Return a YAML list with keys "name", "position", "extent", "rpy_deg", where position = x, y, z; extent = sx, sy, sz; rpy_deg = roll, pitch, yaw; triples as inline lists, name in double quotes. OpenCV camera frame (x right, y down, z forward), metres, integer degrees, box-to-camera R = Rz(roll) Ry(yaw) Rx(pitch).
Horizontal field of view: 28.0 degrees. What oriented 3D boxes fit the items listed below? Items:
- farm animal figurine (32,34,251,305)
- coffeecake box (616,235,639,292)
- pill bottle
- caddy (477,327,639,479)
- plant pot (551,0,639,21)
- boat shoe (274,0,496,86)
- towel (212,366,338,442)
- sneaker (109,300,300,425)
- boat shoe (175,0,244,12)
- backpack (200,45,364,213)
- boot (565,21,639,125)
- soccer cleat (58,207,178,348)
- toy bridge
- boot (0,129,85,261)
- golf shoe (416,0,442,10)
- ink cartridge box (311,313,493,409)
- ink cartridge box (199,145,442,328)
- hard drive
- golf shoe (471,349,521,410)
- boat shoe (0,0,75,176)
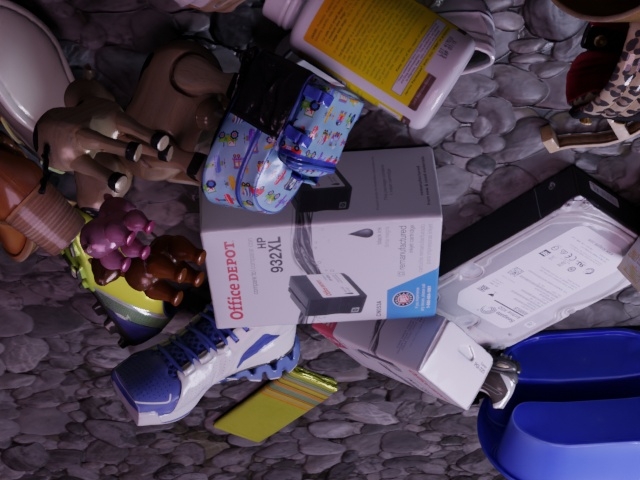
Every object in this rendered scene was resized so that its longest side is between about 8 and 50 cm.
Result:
- name: "farm animal figurine"
  position: [-0.202, -0.103, 1.417]
  extent: [0.172, 0.327, 0.330]
  rpy_deg: [23, 153, 17]
- name: "coffeecake box"
  position: [0.522, 0.000, 1.758]
  extent: [0.142, 0.068, 0.185]
  rpy_deg: [20, 113, -31]
- name: "pill bottle"
  position: [0.049, -0.220, 1.367]
  extent: [0.215, 0.117, 0.117]
  rpy_deg: [33, 139, 2]
- name: "caddy"
  position: [0.425, 0.281, 2.058]
  extent: [0.341, 0.241, 0.179]
  rpy_deg: [-3, 138, -1]
- name: "plant pot"
  position: [0.375, -0.316, 1.256]
  extent: [0.254, 0.237, 0.237]
  rpy_deg: [3, 146, -34]
- name: "boat shoe"
  position: [0.072, -0.212, 1.462]
  extent: [0.258, 0.084, 0.095]
  rpy_deg: [-13, 144, 11]
- name: "towel"
  position: [-0.079, 0.280, 2.192]
  extent: [0.102, 0.021, 0.237]
  rpy_deg: [26, 136, -27]
- name: "sneaker"
  position: [-0.152, 0.132, 1.855]
  extent: [0.315, 0.127, 0.182]
  rpy_deg: [-19, 141, -34]
- name: "boat shoe"
  position: [-0.049, -0.325, 1.281]
  extent: [0.103, 0.113, 0.302]
  rpy_deg: [27, 145, -37]
- name: "backpack"
  position: [-0.048, -0.103, 1.387]
  extent: [0.117, 0.173, 0.158]
  rpy_deg: [27, -177, 18]
- name: "boot"
  position: [0.419, -0.159, 1.455]
  extent: [0.284, 0.138, 0.377]
  rpy_deg: [11, 173, -6]
- name: "soccer cleat"
  position: [-0.285, 0.037, 1.795]
  extent: [0.121, 0.093, 0.289]
  rpy_deg: [-34, 140, -11]
- name: "toy bridge"
  position: [0.378, -0.152, 1.629]
  extent: [0.188, 0.026, 0.063]
  rpy_deg: [-20, 144, 21]
- name: "boot"
  position: [-0.410, -0.077, 1.572]
  extent: [0.220, 0.283, 0.109]
  rpy_deg: [45, 81, -17]
- name: "golf shoe"
  position: [0.121, -0.313, 1.363]
  extent: [0.086, 0.069, 0.176]
  rpy_deg: [29, 135, -8]
- name: "ink cartridge box"
  position: [0.120, 0.149, 1.867]
  extent: [0.218, 0.092, 0.158]
  rpy_deg: [17, 164, 42]
- name: "ink cartridge box"
  position: [0.000, 0.000, 1.708]
  extent: [0.307, 0.129, 0.223]
  rpy_deg: [-3, 142, -1]
- name: "hard drive"
  position: [0.305, 0.039, 1.857]
  extent: [0.237, 0.064, 0.339]
  rpy_deg: [28, 134, -37]
- name: "golf shoe"
  position: [0.214, 0.209, 2.006]
  extent: [0.198, 0.094, 0.077]
  rpy_deg: [10, 172, 38]
- name: "boat shoe"
  position: [-0.329, -0.164, 1.469]
  extent: [0.091, 0.109, 0.305]
  rpy_deg: [8, 153, 31]
